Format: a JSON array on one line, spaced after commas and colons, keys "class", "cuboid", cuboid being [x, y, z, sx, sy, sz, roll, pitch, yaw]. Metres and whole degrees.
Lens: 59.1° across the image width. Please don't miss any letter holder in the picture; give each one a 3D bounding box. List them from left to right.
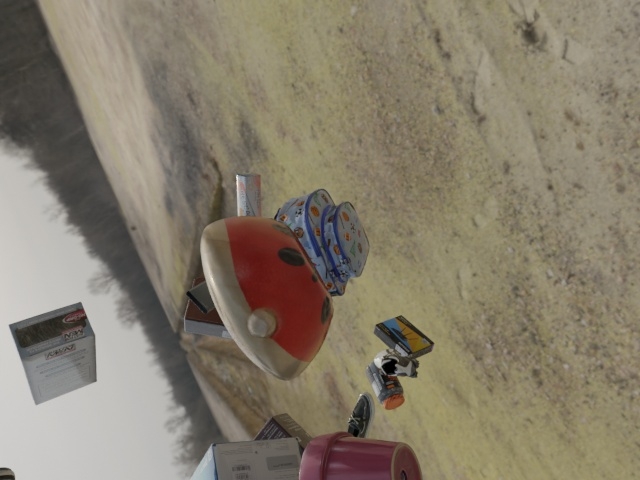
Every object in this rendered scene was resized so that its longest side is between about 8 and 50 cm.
[{"class": "letter holder", "cuboid": [-0.408, 0.291, 2.409, 0.152, 0.302, 0.214, 111, 168, -58]}]

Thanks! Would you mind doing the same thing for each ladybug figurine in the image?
[{"class": "ladybug figurine", "cuboid": [-0.084, 0.081, 1.016, 0.305, 0.162, 0.449, 59, 179, -13]}]

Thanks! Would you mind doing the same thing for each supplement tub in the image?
[{"class": "supplement tub", "cuboid": [0.273, 0.602, 2.359, 0.117, 0.117, 0.190, 86, 164, -48]}]

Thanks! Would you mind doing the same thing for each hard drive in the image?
[{"class": "hard drive", "cuboid": [-0.366, 0.179, 1.843, 0.094, 0.135, 0.022, 45, 119, 6]}]

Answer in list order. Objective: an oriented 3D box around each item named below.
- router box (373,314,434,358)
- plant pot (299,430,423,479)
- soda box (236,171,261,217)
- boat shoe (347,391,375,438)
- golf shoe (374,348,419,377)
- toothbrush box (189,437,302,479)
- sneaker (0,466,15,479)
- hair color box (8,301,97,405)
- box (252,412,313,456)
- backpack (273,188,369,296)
[{"class": "router box", "cuboid": [0.298, 0.351, 2.028, 0.179, 0.133, 0.046, 40, 132, 41]}, {"class": "plant pot", "cuboid": [0.088, 0.464, 1.078, 0.180, 0.201, 0.201, -18, 98, 29]}, {"class": "soda box", "cuboid": [-0.237, -0.132, 1.876, 0.058, 0.063, 0.183, 20, 116, 47]}, {"class": "boat shoe", "cuboid": [0.141, 0.657, 2.038, 0.078, 0.070, 0.219, 13, 95, 47]}, {"class": "golf shoe", "cuboid": [0.208, 0.369, 1.711, 0.198, 0.094, 0.077, -8, 77, 60]}, {"class": "toothbrush box", "cuboid": [-0.189, 0.599, 1.356, 0.295, 0.217, 0.126, -58, 37, 41]}, {"class": "sneaker", "cuboid": [-0.927, 0.562, 1.403, 0.178, 0.296, 0.123, 64, 142, 39]}, {"class": "hair color box", "cuboid": [-0.753, 0.331, 1.612, 0.113, 0.186, 0.374, 59, 147, 21]}, {"class": "box", "cuboid": [-0.138, 0.802, 2.176, 0.203, 0.167, 0.168, 38, -178, 21]}, {"class": "backpack", "cuboid": [0.000, 0.000, 1.502, 0.263, 0.213, 0.276, 57, -158, -19]}]
